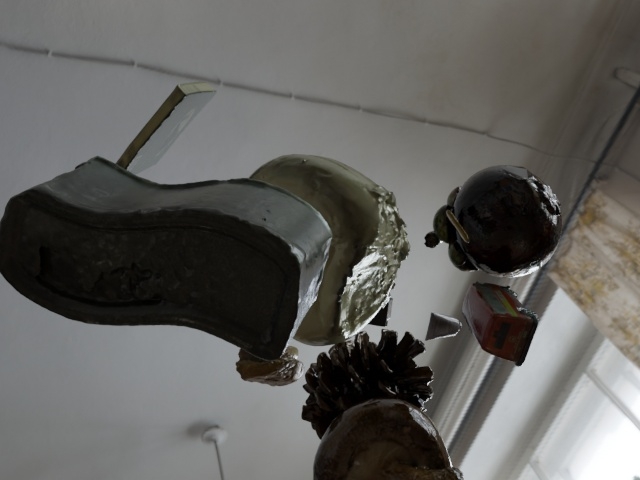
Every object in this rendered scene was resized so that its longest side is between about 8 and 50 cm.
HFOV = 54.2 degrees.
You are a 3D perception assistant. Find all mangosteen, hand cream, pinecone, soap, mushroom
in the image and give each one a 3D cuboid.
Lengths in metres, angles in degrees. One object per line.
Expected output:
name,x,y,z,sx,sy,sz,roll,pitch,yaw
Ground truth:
mangosteen,0.450,-0.044,1.580,0.311,0.311,0.311,-9,-57,-13
hand cream,0.354,0.247,1.806,0.142,0.053,0.084,6,-82,-39
pinecone,0.153,0.405,1.726,0.385,0.384,0.384,-9,-57,-13
soap,0.314,-0.032,1.425,0.012,0.089,0.034,-31,-12,-2
mushroom,0.144,0.530,1.433,0.345,0.345,0.239,-36,-14,6

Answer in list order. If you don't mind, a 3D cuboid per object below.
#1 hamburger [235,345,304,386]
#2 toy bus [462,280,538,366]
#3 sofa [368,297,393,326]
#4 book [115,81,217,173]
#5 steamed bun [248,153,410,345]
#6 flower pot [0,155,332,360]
hamburger,-0.130,0.355,1.802,0.131,0.124,0.262,-4,-18,26
toy bus,0.407,0.178,1.449,0.120,0.265,0.121,14,-75,-2
sofa,0.131,0.197,1.816,0.147,0.060,0.085,8,-88,19
book,-0.355,-0.249,1.413,0.043,0.371,0.260,41,-80,-10
steamed bun,0.000,0.000,1.126,0.233,0.312,0.333,-18,-41,-49
flower pot,-0.112,0.006,0.470,0.229,0.108,0.103,10,-72,7
